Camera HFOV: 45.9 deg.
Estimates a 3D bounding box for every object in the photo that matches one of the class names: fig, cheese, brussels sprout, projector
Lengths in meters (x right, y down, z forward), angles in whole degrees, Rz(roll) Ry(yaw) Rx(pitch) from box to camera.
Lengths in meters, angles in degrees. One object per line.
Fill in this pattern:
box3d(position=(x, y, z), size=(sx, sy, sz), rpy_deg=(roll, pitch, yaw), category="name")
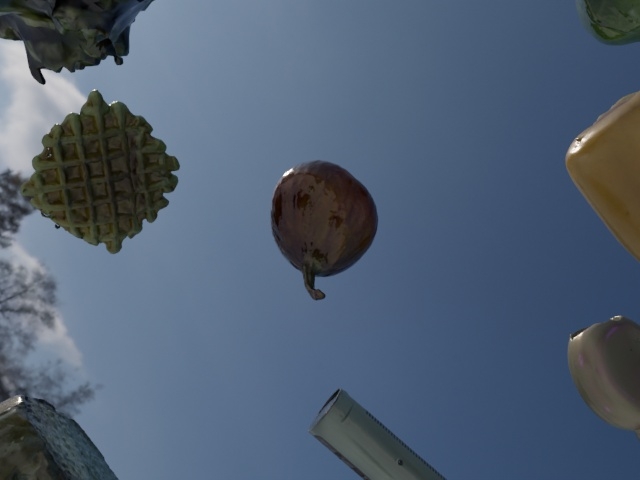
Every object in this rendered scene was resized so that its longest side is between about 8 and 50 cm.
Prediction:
box3d(position=(0.000, -0.008, 1.059), size=(0.148, 0.149, 0.202), rpy_deg=(3, -103, 36), category="fig")
box3d(position=(0.512, 0.264, 1.226), size=(0.286, 0.163, 0.082), rpy_deg=(66, -27, 17), category="cheese")
box3d(position=(0.537, -0.454, 1.294), size=(0.244, 0.244, 0.244), rpy_deg=(29, -47, 36), category="brussels sprout")
box3d(position=(0.133, 0.431, 1.449), size=(0.337, 0.108, 0.108), rpy_deg=(40, -38, 1), category="projector")

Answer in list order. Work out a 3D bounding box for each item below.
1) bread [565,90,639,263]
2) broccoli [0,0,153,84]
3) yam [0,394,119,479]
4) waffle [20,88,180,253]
box3d(position=(0.270, -0.040, 0.542), size=(0.173, 0.134, 0.085), rpy_deg=(55, -19, 12), category="bread")
box3d(position=(-0.272, -0.281, 0.647), size=(0.293, 0.280, 0.347), rpy_deg=(25, -39, 2), category="broccoli")
box3d(position=(-0.300, 0.239, 0.586), size=(0.168, 0.304, 0.168), rpy_deg=(40, -37, 39), category="yam")
box3d(position=(-0.316, -0.093, 1.109), size=(0.214, 0.207, 0.054), rpy_deg=(38, -3, -40), category="waffle")
